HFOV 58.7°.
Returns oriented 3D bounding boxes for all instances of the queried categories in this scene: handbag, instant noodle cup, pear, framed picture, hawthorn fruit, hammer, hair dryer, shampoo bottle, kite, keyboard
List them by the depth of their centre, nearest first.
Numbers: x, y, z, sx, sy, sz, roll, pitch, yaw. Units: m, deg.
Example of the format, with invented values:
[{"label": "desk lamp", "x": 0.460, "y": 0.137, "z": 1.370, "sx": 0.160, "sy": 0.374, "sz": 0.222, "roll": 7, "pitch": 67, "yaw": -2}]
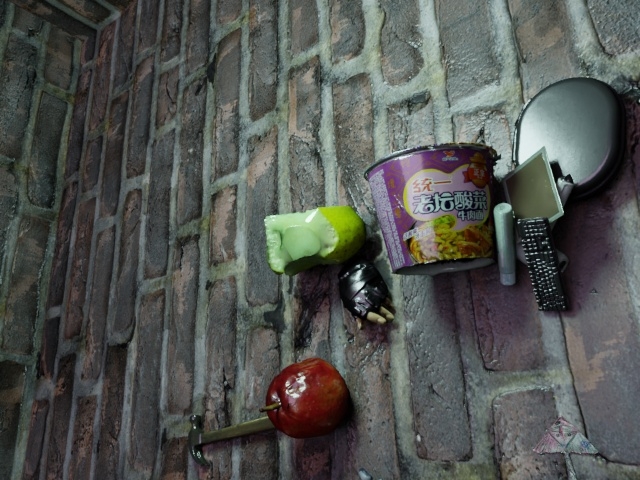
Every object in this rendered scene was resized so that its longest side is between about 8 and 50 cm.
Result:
[{"label": "kite", "x": 0.521, "y": 0.453, "z": 1.216, "sx": 0.137, "sy": 0.005, "sz": 0.152, "roll": -14, "pitch": 67, "yaw": 38}, {"label": "keyboard", "x": 0.495, "y": 0.058, "z": 1.264, "sx": 0.072, "sy": 0.023, "sz": 0.231, "roll": -4, "pitch": 112, "yaw": 45}, {"label": "hair dryer", "x": 0.525, "y": -0.038, "z": 1.287, "sx": 0.131, "sy": 0.073, "sz": 0.236, "roll": 42, "pitch": 128, "yaw": 39}, {"label": "framed picture", "x": 0.479, "y": -0.102, "z": 1.292, "sx": 0.142, "sy": 0.011, "sz": 0.183, "roll": -47, "pitch": 39, "yaw": 51}, {"label": "shampoo bottle", "x": 0.427, "y": 0.013, "z": 1.315, "sx": 0.041, "sy": 0.069, "sz": 0.190, "roll": -5, "pitch": 111, "yaw": 15}, {"label": "handbag", "x": 0.581, "y": -0.235, "z": 1.342, "sx": 0.254, "sy": 0.093, "sz": 0.308, "roll": -2, "pitch": 75, "yaw": 41}, {"label": "instant noodle cup", "x": 0.286, "y": -0.061, "z": 1.392, "sx": 0.340, "sy": 0.340, "sz": 0.266, "roll": -15, "pitch": 75, "yaw": 35}, {"label": "hawthorn fruit", "x": -0.054, "y": 0.437, "z": 1.533, "sx": 0.230, "sy": 0.266, "sz": 0.210, "roll": -9, "pitch": 89, "yaw": 41}, {"label": "pear", "x": 0.000, "y": 0.000, "z": 1.666, "sx": 0.282, "sy": 0.286, "sz": 0.176, "roll": -11, "pitch": 87, "yaw": 12}, {"label": "hammer", "x": -0.260, "y": 0.594, "z": 1.787, "sx": 0.440, "sy": 0.044, "sz": 0.168, "roll": -25, "pitch": 60, "yaw": 31}]

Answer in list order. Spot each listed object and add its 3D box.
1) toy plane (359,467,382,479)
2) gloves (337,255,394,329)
[{"label": "toy plane", "x": 0.121, "y": 0.705, "z": 1.413, "sx": 0.169, "sy": 0.078, "sz": 0.246, "roll": 12, "pitch": 83, "yaw": 41}, {"label": "gloves", "x": 0.127, "y": 0.156, "z": 1.575, "sx": 0.164, "sy": 0.124, "sz": 0.203, "roll": -64, "pitch": 32, "yaw": 17}]
